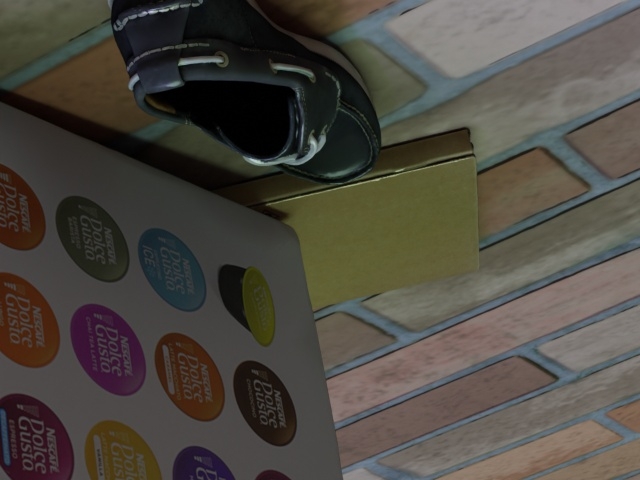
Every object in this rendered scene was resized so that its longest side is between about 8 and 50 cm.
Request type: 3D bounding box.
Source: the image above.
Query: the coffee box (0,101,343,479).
[{"bbox_3d":[-0.212,0.159,1.005,0.338,0.338,0.334,-31,144,31],"label":"coffee box"}]

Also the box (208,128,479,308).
[{"bbox_3d":[0.000,0.000,1.174,0.201,0.021,0.164,-13,154,-1],"label":"box"}]

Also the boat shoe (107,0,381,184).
[{"bbox_3d":[-0.033,-0.068,0.961,0.084,0.079,0.233,-24,154,17],"label":"boat shoe"}]
